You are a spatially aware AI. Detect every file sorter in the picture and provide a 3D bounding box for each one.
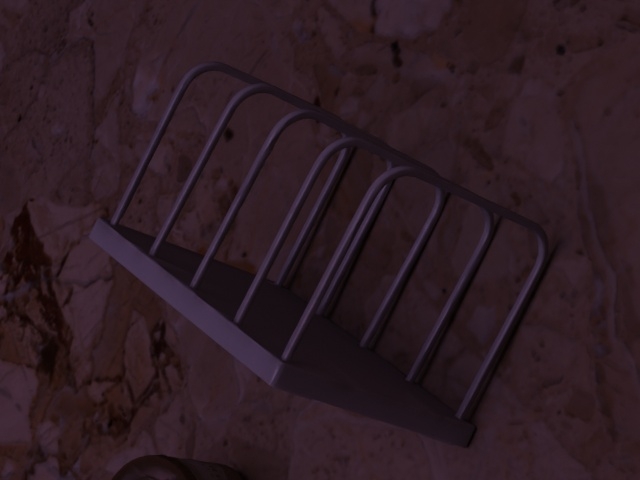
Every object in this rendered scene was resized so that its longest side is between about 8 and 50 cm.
[{"bbox_3d":[0.000,0.000,1.381,0.278,0.193,0.173,33,98,50],"label":"file sorter"}]

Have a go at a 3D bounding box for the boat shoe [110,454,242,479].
[{"bbox_3d":[-0.174,0.323,1.518,0.121,0.110,0.341,44,106,27],"label":"boat shoe"}]
